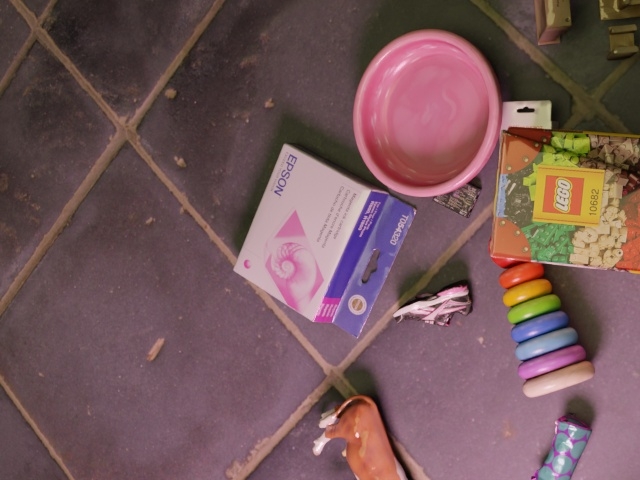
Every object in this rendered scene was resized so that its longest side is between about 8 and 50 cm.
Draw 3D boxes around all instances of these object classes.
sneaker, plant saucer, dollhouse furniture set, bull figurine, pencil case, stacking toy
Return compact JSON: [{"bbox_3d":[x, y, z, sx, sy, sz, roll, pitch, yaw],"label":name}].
[{"bbox_3d":[0.233,0.148,1.986,0.178,0.072,0.077,-22,93,34],"label":"sneaker"},{"bbox_3d":[0.222,-0.253,1.936,0.332,0.084,0.332,1,92,37],"label":"plant saucer"},{"bbox_3d":[0.525,-0.438,1.771,0.242,0.161,0.212,-5,92,7],"label":"dollhouse furniture set"},{"bbox_3d":[0.099,0.485,2.061,0.188,0.101,0.310,-20,84,30],"label":"bull figurine"},{"bbox_3d":[0.470,0.415,1.875,0.070,0.064,0.152,21,103,9],"label":"pencil case"},{"bbox_3d":[0.405,0.127,1.859,0.141,0.141,0.330,-25,78,28],"label":"stacking toy"}]

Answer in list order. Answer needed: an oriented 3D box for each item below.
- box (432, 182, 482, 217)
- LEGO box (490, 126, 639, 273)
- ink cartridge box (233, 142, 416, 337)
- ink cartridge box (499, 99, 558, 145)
[{"bbox_3d":[0.279,-0.093,1.969,0.083,0.018,0.067,29,106,24],"label":"box"},{"bbox_3d":[0.492,-0.065,1.549,0.372,0.500,0.193,6,95,17],"label":"LEGO box"},{"bbox_3d":[0.000,0.000,2.101,0.330,0.071,0.324,30,107,25],"label":"ink cartridge box"},{"bbox_3d":[0.405,-0.178,1.870,0.104,0.061,0.181,3,95,28],"label":"ink cartridge box"}]
